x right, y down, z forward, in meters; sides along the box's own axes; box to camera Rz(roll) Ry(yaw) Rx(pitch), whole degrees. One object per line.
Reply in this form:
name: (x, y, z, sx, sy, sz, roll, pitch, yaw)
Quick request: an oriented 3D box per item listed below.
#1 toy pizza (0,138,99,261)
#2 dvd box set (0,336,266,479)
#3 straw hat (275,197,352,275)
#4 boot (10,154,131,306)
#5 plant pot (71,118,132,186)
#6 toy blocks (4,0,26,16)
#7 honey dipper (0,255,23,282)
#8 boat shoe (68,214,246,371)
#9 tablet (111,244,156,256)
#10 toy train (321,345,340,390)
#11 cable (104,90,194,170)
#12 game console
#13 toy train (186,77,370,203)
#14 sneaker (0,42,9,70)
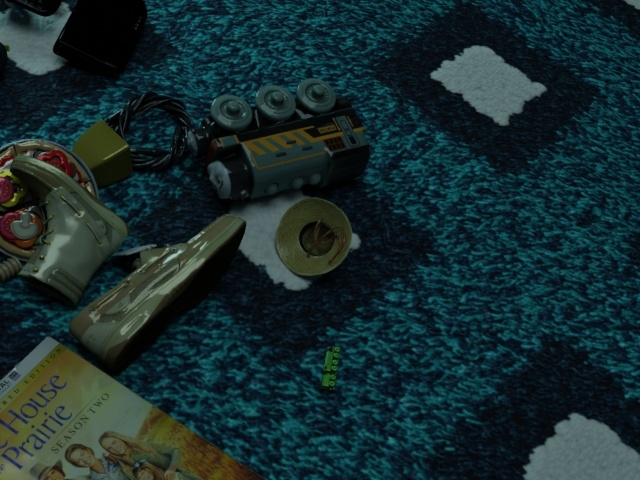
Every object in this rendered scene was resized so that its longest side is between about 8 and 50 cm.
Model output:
toy pizza: (-0.452, -0.065, 1.630, 0.201, 0.032, 0.201, 4, 81, -24)
dvd box set: (-0.300, 0.344, 1.363, 0.420, 0.062, 0.308, 32, 48, 12)
straw hat: (0.000, 0.000, 1.750, 0.144, 0.144, 0.061, 48, 13, 25)
boot: (-0.421, -0.015, 1.576, 0.213, 0.077, 0.165, 39, 68, -18)
plant pot: (-0.383, -0.141, 1.755, 0.083, 0.081, 0.081, -38, 67, -27)
toy blocks: (-0.572, -0.503, 2.033, 0.123, 0.054, 0.148, -6, 53, -24)
honey dipper: (-0.531, 0.073, 1.557, 0.160, 0.030, 0.030, -32, 65, -32)
boat shoe: (-0.245, 0.054, 1.593, 0.110, 0.122, 0.341, 34, 50, 13)
tablet: (-0.302, 0.016, 1.646, 0.054, 0.083, 0.006, -18, 97, -28)
toy train: (0.016, 0.201, 1.612, 0.023, 0.017, 0.083, 7, 47, 4)
cable: (-0.300, -0.202, 1.853, 0.150, 0.047, 0.184, 36, 49, 16)
game console: (-0.522, -0.460, 1.965, 0.361, 0.044, 0.213, 24, 49, -13)
toy train: (-0.069, -0.175, 1.844, 0.333, 0.142, 0.190, -16, 65, -27)
sneaker: (-0.684, -0.331, 1.851, 0.234, 0.084, 0.097, -5, 27, -21)
